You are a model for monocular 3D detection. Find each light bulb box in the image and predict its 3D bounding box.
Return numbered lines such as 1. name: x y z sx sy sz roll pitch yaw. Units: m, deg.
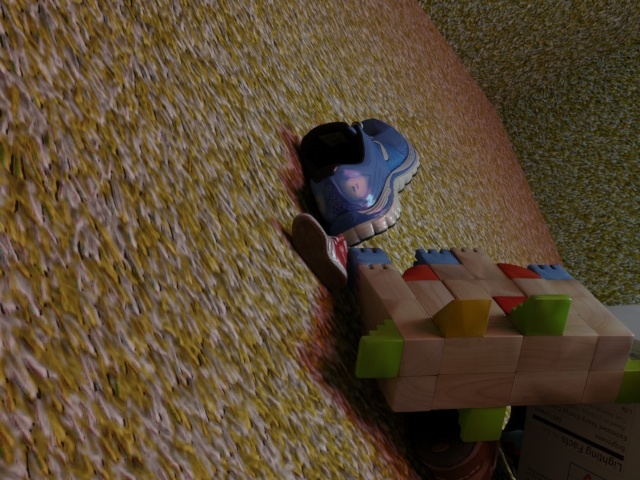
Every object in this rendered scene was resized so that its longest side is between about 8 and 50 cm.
1. light bulb box: 0.468 0.301 1.228 0.225 0.358 0.361 0 100 -34

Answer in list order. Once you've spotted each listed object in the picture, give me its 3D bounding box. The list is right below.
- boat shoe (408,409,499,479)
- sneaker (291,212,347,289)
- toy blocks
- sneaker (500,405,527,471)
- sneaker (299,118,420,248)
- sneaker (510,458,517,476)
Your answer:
1. boat shoe: 0.188 0.214 1.270 0.120 0.122 0.324 60 26 -26
2. sneaker: 0.000 0.000 1.153 0.067 0.042 0.118 -84 150 -52
3. toy blocks: 0.194 0.098 1.170 0.261 0.381 0.191 -119 -147 -62
4. sneaker: 0.327 0.342 1.464 0.125 0.104 0.262 19 62 -25
5. sneaker: 0.055 -0.121 1.329 0.147 0.129 0.330 59 19 -18
6. sneaker: 0.399 0.422 1.596 0.279 0.107 0.118 62 -1 -8
